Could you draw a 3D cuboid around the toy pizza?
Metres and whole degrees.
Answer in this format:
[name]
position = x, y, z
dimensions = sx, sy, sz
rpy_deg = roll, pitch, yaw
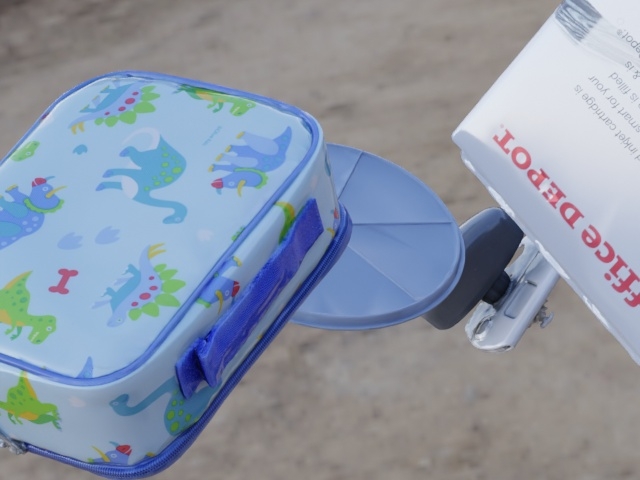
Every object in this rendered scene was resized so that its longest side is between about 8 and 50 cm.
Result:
[toy pizza]
position = 0.000, 0.000, 1.346
dimensions = 0.201, 0.032, 0.201
rpy_deg = 7, 39, -6

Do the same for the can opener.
[can opener]
position = 0.185, -0.036, 1.456
dimensions = 0.280, 0.093, 0.074
rpy_deg = -53, 25, -5

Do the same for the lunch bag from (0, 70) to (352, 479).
[lunch bag]
position = -0.097, 0.014, 0.984
dimensions = 0.176, 0.090, 0.219
rpy_deg = 13, 48, 30

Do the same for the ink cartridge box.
[ink cartridge box]
position = 0.206, -0.074, 0.951
dimensions = 0.172, 0.237, 0.100
rpy_deg = 51, 32, 19
